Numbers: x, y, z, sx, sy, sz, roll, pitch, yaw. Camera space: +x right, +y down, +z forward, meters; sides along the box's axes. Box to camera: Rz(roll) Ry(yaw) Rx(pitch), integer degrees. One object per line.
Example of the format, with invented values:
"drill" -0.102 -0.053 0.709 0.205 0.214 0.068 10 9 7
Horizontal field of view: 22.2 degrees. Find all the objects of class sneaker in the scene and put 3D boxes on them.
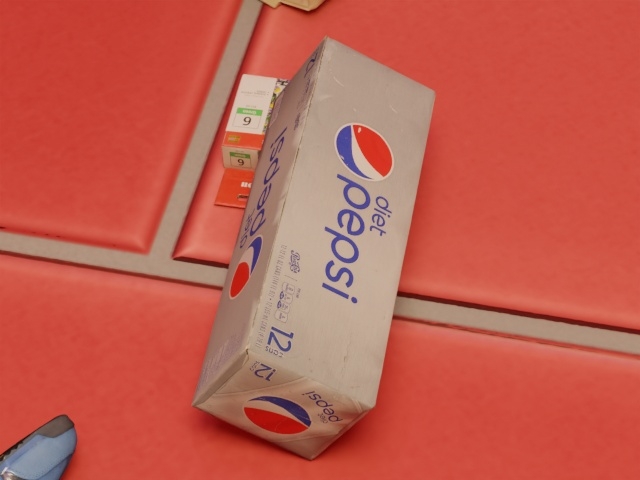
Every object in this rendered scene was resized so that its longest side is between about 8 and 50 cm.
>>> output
"sneaker" -0.211 0.198 1.023 0.082 0.069 0.209 45 50 -5

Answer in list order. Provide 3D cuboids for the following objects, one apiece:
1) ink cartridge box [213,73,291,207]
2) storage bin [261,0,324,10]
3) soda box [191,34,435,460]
"ink cartridge box" -0.041 -0.075 1.248 0.063 0.029 0.115 8 51 8
"storage bin" -0.030 -0.353 1.414 0.260 0.123 0.262 32 59 25
"soda box" 0.000 0.000 1.128 0.098 0.091 0.286 25 50 -16
